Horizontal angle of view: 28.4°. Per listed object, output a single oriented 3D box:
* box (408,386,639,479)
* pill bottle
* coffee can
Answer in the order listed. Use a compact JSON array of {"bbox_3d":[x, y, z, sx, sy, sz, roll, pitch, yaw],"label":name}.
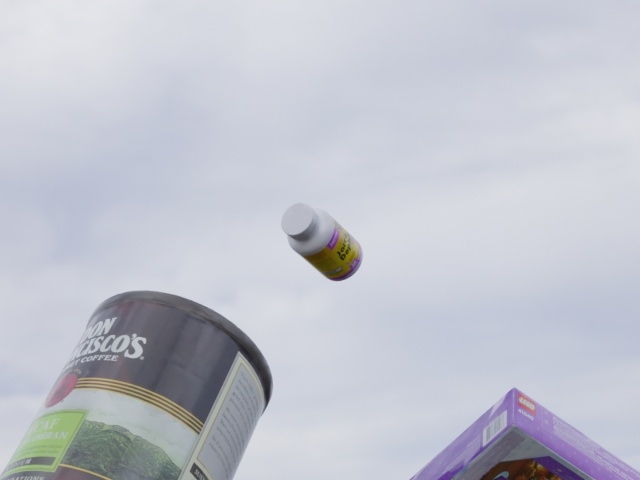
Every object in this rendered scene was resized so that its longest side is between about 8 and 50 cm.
[{"bbox_3d":[0.161,0.287,1.175,0.201,0.057,0.293,35,-59,-13],"label":"box"},{"bbox_3d":[0.000,0.000,1.076,0.043,0.043,0.083,-19,-34,22],"label":"pill bottle"},{"bbox_3d":[-0.183,0.213,1.195,0.202,0.275,0.201,12,-44,12],"label":"coffee can"}]
